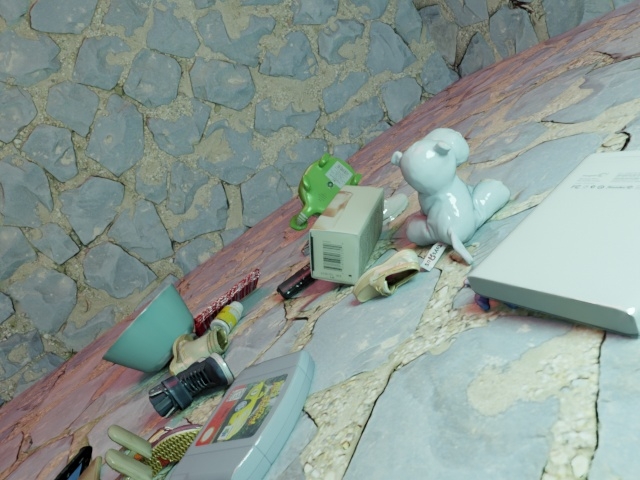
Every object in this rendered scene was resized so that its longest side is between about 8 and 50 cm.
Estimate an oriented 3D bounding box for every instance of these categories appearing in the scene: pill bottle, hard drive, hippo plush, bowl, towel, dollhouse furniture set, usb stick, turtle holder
[{"bbox_3d":[-0.289,0.243,1.376,0.065,0.065,0.116,-26,15,30],"label":"pill bottle"},{"bbox_3d":[0.416,-0.023,0.638,0.353,0.047,0.233,-39,23,-20],"label":"hard drive"},{"bbox_3d":[0.246,-0.111,0.981,0.294,0.236,0.234,-44,17,-34],"label":"hippo plush"},{"bbox_3d":[-0.535,0.308,1.442,0.311,0.163,0.311,-47,9,10],"label":"bowl"},{"bbox_3d":[-0.313,0.213,1.481,0.275,0.031,0.199,-40,-9,-25],"label":"towel"},{"bbox_3d":[-0.402,0.436,0.695,0.212,0.161,0.242,-51,23,-7],"label":"dollhouse furniture set"},{"bbox_3d":[-0.012,0.081,1.327,0.278,0.045,0.077,-37,13,-10],"label":"usb stick"},{"bbox_3d":[0.017,-0.180,1.841,0.227,0.243,0.320,141,140,-72],"label":"turtle holder"}]

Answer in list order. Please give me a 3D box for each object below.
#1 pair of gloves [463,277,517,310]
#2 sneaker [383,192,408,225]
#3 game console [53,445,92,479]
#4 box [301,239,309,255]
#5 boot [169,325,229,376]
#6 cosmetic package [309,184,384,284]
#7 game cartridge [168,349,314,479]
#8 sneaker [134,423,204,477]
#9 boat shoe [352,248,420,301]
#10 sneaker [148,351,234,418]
[{"bbox_3d":[0.326,0.044,0.726,0.198,0.023,0.159,-35,14,-7],"label":"pair of gloves"},{"bbox_3d":[0.170,-0.091,1.388,0.235,0.094,0.090,-35,12,-8],"label":"sneaker"},{"bbox_3d":[-0.561,0.544,0.870,0.213,0.044,0.361,-62,2,12],"label":"game console"},{"bbox_3d":[0.000,0.000,1.606,0.137,0.027,0.094,-28,14,24],"label":"box"},{"bbox_3d":[-0.348,0.305,1.282,0.165,0.077,0.213,-35,19,0],"label":"boot"},{"bbox_3d":[0.079,-0.027,1.189,0.129,0.153,0.296,8,29,18],"label":"cosmetic package"},{"bbox_3d":[-0.123,0.317,0.784,0.196,0.060,0.294,-21,19,30],"label":"game cartridge"},{"bbox_3d":[-0.297,0.396,0.872,0.186,0.069,0.084,-31,20,12],"label":"sneaker"},{"bbox_3d":[0.138,0.086,0.934,0.170,0.063,0.059,-42,38,25],"label":"boat shoe"},{"bbox_3d":[-0.299,0.337,1.010,0.163,0.086,0.226,-31,0,-36],"label":"sneaker"}]
